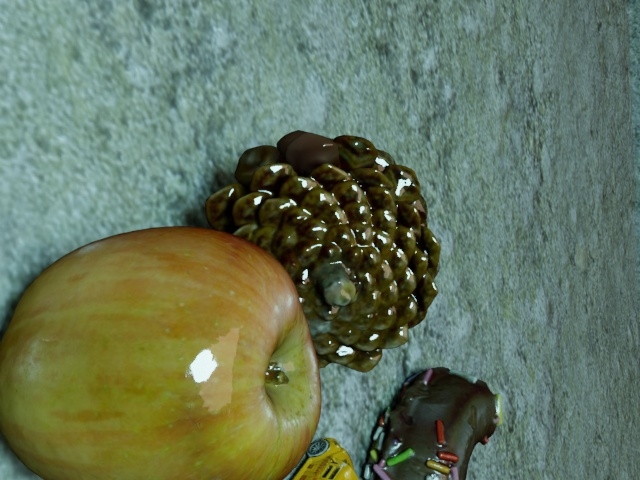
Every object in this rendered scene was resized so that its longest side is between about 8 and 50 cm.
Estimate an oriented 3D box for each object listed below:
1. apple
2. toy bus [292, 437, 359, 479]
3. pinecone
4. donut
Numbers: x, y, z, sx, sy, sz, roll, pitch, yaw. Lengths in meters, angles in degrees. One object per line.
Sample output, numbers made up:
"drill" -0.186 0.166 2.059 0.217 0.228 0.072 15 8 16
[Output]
"apple" -0.132 0.110 0.639 0.242 0.241 0.242 -2 90 -68
"toy bus" -0.003 0.308 0.898 0.162 0.074 0.069 -44 119 -43
"pinecone" 0.000 0.009 0.812 0.264 0.264 0.264 7 80 -51
"donut" 0.175 0.365 1.075 0.259 0.136 0.345 -23 103 -53
